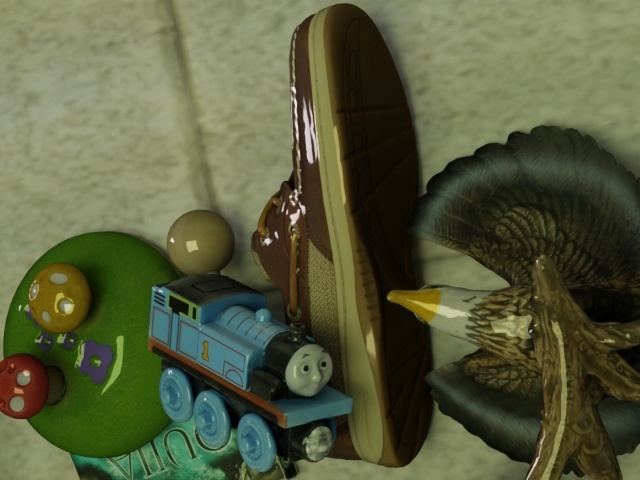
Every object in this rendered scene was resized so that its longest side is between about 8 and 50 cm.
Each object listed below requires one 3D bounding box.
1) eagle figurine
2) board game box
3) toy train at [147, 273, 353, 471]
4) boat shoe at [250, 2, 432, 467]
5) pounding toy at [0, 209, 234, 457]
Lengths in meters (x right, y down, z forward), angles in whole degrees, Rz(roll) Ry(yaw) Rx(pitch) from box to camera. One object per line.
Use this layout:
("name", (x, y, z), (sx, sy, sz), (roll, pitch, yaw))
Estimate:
("eagle figurine", (0.151, 0.054, 1.279), (0.225, 0.298, 0.226), (43, 97, -3))
("board game box", (-0.119, 0.160, 1.541), (0.186, 0.026, 0.126), (-24, 87, 27))
("toy train", (-0.054, 0.093, 1.373), (0.184, 0.080, 0.105), (24, 118, 47))
("boat shoe", (0.000, 0.000, 1.408), (0.123, 0.123, 0.342), (-1, 105, 28))
("pounding toy", (-0.177, 0.075, 1.489), (0.237, 0.110, 0.183), (-14, 79, 29))
